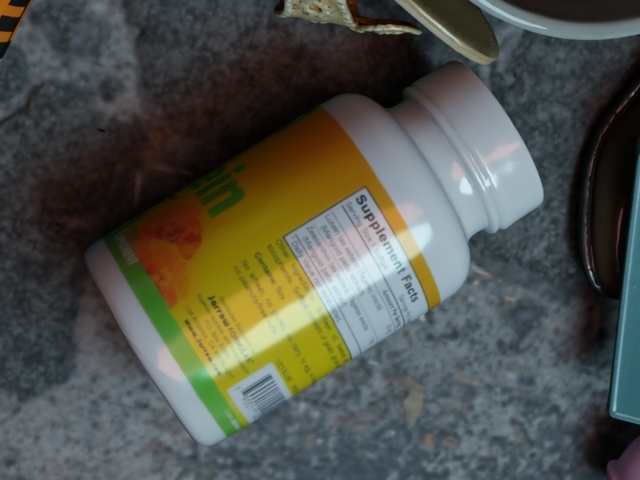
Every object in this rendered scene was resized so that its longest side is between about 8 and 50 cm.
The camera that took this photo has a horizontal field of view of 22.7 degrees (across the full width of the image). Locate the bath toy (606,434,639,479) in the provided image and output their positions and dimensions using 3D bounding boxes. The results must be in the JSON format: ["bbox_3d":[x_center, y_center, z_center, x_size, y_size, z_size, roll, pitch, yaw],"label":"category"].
[{"bbox_3d":[0.235,0.187,1.075,0.348,0.129,0.151,-51,158,6],"label":"bath toy"}]

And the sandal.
[{"bbox_3d":[-0.008,-0.166,0.914,0.240,0.088,0.079,40,119,-18],"label":"sandal"}]

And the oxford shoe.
[{"bbox_3d":[0.229,-0.061,1.000,0.083,0.096,0.227,14,105,-22],"label":"oxford shoe"}]

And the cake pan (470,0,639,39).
[{"bbox_3d":[0.162,-0.266,0.932,0.293,0.054,0.293,-5,109,-15],"label":"cake pan"}]

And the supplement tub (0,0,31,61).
[{"bbox_3d":[-0.229,-0.167,0.763,0.207,0.207,0.338,24,100,-23],"label":"supplement tub"}]

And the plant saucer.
[{"bbox_3d":[0.216,0.033,0.991,0.018,0.067,0.192,-31,129,-54],"label":"plant saucer"}]

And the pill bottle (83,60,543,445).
[{"bbox_3d":[0.000,0.000,0.927,0.246,0.136,0.136,-32,114,-5],"label":"pill bottle"}]
